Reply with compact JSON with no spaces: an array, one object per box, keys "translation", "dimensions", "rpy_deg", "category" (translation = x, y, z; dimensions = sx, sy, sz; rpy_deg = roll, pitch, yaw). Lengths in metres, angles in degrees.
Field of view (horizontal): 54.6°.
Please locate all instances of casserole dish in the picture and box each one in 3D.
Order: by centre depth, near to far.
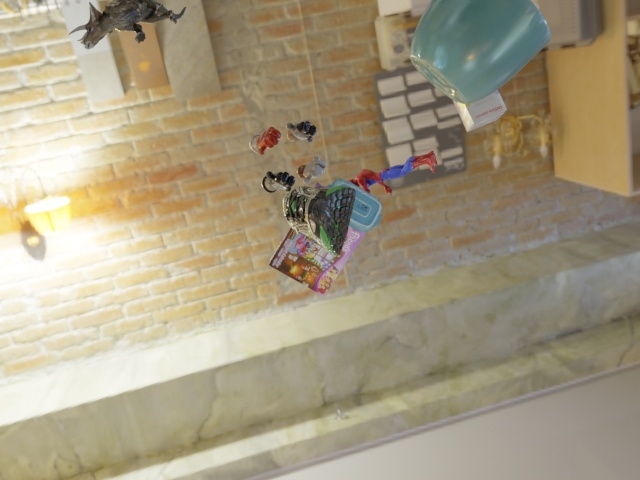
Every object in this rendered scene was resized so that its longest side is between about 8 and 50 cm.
[{"translation":[0.096,-0.101,1.775],"dimensions":[0.188,0.114,0.037],"rpy_deg":[30,173,-11],"category":"casserole dish"}]

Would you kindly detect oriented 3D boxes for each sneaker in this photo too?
[{"translation":[-0.012,-0.047,1.264],"dimensions":[0.146,0.134,0.343],"rpy_deg":[13,178,0],"category":"sneaker"}]

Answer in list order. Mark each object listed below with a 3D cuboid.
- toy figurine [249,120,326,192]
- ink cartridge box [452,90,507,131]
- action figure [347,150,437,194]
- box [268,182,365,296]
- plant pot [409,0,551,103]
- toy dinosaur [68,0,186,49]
[{"translation":[-0.104,-0.269,1.991],"dimensions":[0.209,0.213,0.148],"rpy_deg":[-24,-171,-31],"category":"toy figurine"},{"translation":[0.550,-0.495,2.180],"dimensions":[0.128,0.176,0.127],"rpy_deg":[-22,174,0],"category":"ink cartridge box"},{"translation":[0.217,-0.168,1.869],"dimensions":[0.280,0.139,0.091],"rpy_deg":[-10,-157,22],"category":"action figure"},{"translation":[0.000,0.000,1.874],"dimensions":[0.200,0.293,0.057],"rpy_deg":[30,-161,-7],"category":"box"},{"translation":[0.359,-0.476,1.494],"dimensions":[0.235,0.293,0.293],"rpy_deg":[-51,-163,7],"category":"plant pot"},{"translation":[-0.474,-0.589,1.582],"dimensions":[0.160,0.121,0.313],"rpy_deg":[29,-129,19],"category":"toy dinosaur"}]
